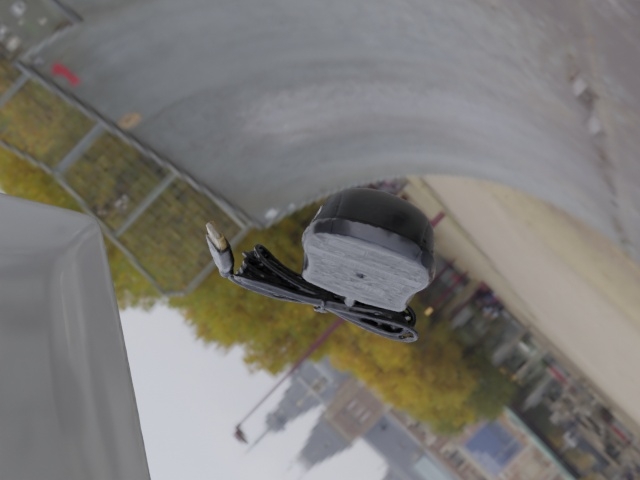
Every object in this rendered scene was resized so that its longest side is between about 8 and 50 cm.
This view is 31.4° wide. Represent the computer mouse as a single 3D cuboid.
[{"bbox_3d":[0.000,0.000,0.867,0.184,0.060,0.262,18,163,7],"label":"computer mouse"}]

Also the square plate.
[{"bbox_3d":[-0.230,0.123,0.727,0.347,0.049,0.344,17,-123,-62],"label":"square plate"}]
